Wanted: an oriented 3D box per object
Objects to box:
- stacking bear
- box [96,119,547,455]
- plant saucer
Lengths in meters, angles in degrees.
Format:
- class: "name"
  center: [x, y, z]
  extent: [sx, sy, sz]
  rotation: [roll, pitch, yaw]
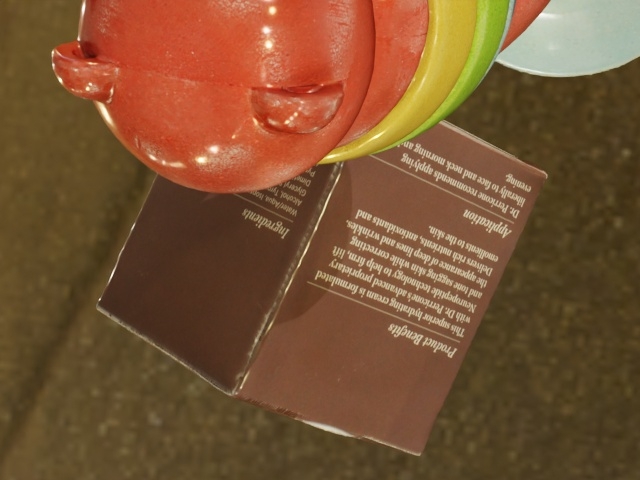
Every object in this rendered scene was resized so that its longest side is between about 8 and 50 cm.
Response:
- class: "stacking bear"
  center: [-0.004, -0.105, 0.782]
  extent: [0.289, 0.175, 0.164]
  rotation: [-46, -30, -63]
- class: "box"
  center: [0.000, 0.000, 1.213]
  extent: [0.167, 0.168, 0.203]
  rotation: [27, 92, 49]
- class: "plant saucer"
  center: [0.151, -0.200, 1.195]
  extent: [0.037, 0.195, 0.195]
  rotation: [-107, 32, -76]
